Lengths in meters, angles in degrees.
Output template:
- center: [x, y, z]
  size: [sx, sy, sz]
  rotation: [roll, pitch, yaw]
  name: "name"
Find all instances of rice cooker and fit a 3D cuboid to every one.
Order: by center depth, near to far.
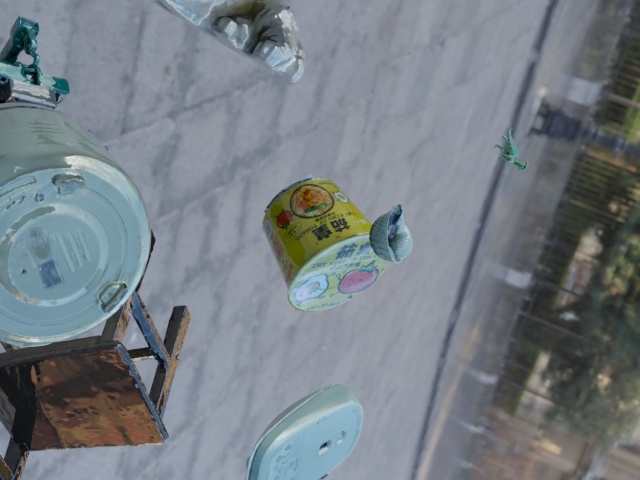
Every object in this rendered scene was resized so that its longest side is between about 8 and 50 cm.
- center: [-0.305, -0.021, 1.034]
  size: [0.226, 0.244, 0.226]
  rotation: [-13, 121, -23]
  name: "rice cooker"

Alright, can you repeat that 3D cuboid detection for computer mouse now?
- center: [-0.039, 0.337, 1.688]
  size: [0.288, 0.097, 0.159]
  rotation: [-21, 129, -43]
  name: "computer mouse"

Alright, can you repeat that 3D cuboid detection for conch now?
- center: [0.094, -0.006, 1.389]
  size: [0.076, 0.057, 0.085]
  rotation: [-46, 124, -53]
  name: "conch"

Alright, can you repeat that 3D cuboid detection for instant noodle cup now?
- center: [0.000, 0.000, 1.539]
  size: [0.182, 0.144, 0.182]
  rotation: [-23, 148, -16]
  name: "instant noodle cup"

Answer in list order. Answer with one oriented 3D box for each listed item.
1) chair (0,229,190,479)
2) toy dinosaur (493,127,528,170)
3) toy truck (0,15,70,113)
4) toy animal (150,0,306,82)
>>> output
- center: [-0.322, 0.207, 1.262]
  size: [0.416, 0.241, 0.203]
  rotation: [-90, 170, -46]
  name: "chair"
- center: [0.308, -0.140, 1.579]
  size: [0.021, 0.062, 0.083]
  rotation: [-47, 173, -21]
  name: "toy dinosaur"
- center: [-0.518, -0.166, 1.528]
  size: [0.176, 0.178, 0.363]
  rotation: [11, 143, -43]
  name: "toy truck"
- center: [-0.121, -0.381, 1.527]
  size: [0.266, 0.308, 0.188]
  rotation: [38, 87, -32]
  name: "toy animal"
